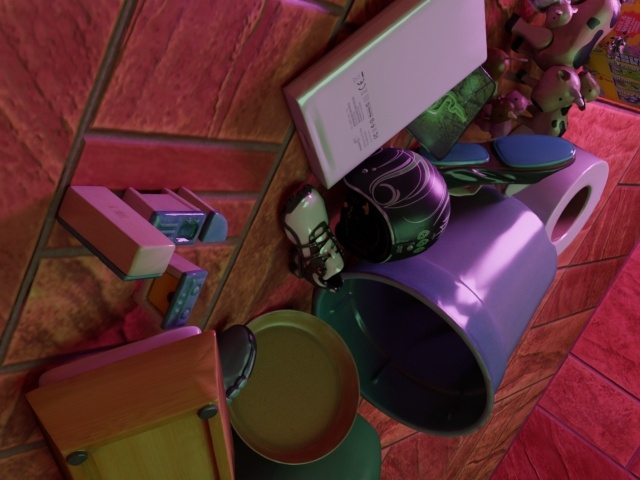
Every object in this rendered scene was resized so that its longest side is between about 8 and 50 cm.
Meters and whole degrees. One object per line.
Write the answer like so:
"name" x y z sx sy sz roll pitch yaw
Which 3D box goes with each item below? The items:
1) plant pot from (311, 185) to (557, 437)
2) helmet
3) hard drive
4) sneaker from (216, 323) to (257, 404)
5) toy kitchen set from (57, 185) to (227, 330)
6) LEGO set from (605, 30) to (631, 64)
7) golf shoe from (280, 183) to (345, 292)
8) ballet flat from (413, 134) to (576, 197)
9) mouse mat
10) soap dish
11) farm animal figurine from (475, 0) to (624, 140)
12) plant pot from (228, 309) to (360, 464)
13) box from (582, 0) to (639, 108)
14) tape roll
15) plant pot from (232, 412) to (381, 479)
"plant pot" 0.221 0.097 1.516 0.334 0.341 0.341 -43 152 -35
"helmet" 0.109 -0.055 1.303 0.161 0.169 0.169 -32 146 -34
"hard drive" 0.098 -0.225 1.191 0.307 0.040 0.203 -40 150 -11
"sneaker" -0.180 0.210 1.255 0.223 0.083 0.098 -54 148 1
"toy kitchen set" -0.193 0.040 0.990 0.207 0.122 0.166 -4 125 -56
"LEGO set" 0.478 -0.316 1.435 0.083 0.023 0.054 15 93 -54
"golf shoe" 0.000 0.000 1.281 0.077 0.094 0.198 -41 149 -20
"ballet flat" 0.283 -0.122 1.482 0.280 0.095 0.096 -1 136 -8
"mouse mat" 0.175 -0.223 1.315 0.190 0.007 0.152 37 89 -39
"soap dish" -0.220 0.253 1.120 0.229 0.118 0.291 -17 140 -14
"farm animal figurine" 0.391 -0.292 1.471 0.330 0.172 0.327 3 119 -58
"plant pot" -0.048 0.225 1.367 0.236 0.236 0.032 -35 -177 -31
"box" 0.620 -0.422 1.632 0.290 0.177 0.279 -65 152 -1
"tape roll" 0.433 -0.092 1.771 0.246 0.169 0.246 -39 149 -28
"plant pot" -0.032 0.387 1.485 0.235 0.293 0.293 -56 155 -24
